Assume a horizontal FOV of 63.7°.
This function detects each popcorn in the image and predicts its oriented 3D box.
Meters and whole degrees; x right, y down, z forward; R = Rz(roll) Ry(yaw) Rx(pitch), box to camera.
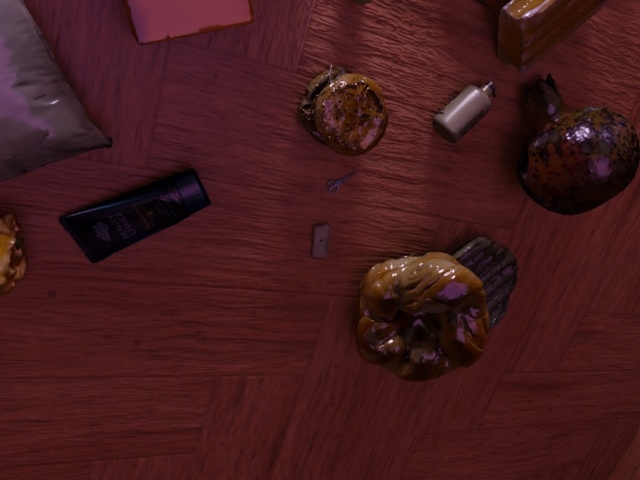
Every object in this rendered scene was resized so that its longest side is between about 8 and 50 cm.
[{"bbox_3d":[-0.592,0.031,0.889,0.170,0.180,0.180,2,116,-1],"label":"popcorn"}]

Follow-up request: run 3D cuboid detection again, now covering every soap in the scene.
[{"bbox_3d":[0.517,-0.514,1.122,0.274,0.089,0.173,-41,153,-3],"label":"soap"}]

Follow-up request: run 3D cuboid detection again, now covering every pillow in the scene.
[{"bbox_3d":[-0.542,-0.222,0.801,0.312,0.119,0.310,-26,126,-8],"label":"pillow"}]

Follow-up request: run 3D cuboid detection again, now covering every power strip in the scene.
[{"bbox_3d":[0.000,0.000,1.222,0.040,0.016,0.090,-7,118,-22],"label":"power strip"}]

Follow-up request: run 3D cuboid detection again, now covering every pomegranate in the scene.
[{"bbox_3d":[0.593,-0.238,1.252,0.285,0.285,0.340,-33,93,-6],"label":"pomegranate"}]

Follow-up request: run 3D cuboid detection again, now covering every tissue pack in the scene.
[{"bbox_3d":[-0.234,-0.471,0.802,0.195,0.145,0.274,-16,121,-14],"label":"tissue pack"}]

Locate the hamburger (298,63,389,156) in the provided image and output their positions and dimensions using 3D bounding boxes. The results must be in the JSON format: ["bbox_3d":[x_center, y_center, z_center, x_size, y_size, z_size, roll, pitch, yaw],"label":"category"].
[{"bbox_3d":[0.049,-0.266,1.052,0.177,0.113,0.185,-23,123,-11],"label":"hamburger"}]

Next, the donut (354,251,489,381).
[{"bbox_3d":[0.254,0.191,1.299,0.361,0.170,0.360,1,115,1],"label":"donut"}]

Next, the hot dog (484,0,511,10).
[{"bbox_3d":[0.346,-0.570,1.055,0.250,0.076,0.104,33,98,-31],"label":"hot dog"}]

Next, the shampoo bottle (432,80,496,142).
[{"bbox_3d":[0.339,-0.303,1.184,0.162,0.079,0.079,-44,124,2],"label":"shampoo bottle"}]

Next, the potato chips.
[{"bbox_3d":[0.392,0.180,1.461,0.429,0.070,0.358,-44,125,1],"label":"potato chips"}]

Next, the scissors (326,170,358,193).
[{"bbox_3d":[0.052,-0.138,1.182,0.083,0.006,0.036,-31,126,-7],"label":"scissors"}]

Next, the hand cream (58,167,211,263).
[{"bbox_3d":[-0.357,-0.053,1.018,0.271,0.061,0.120,-24,128,-3],"label":"hand cream"}]

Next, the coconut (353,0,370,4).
[{"bbox_3d":[0.080,-0.489,0.971,0.083,0.082,0.081,-2,112,-22],"label":"coconut"}]
